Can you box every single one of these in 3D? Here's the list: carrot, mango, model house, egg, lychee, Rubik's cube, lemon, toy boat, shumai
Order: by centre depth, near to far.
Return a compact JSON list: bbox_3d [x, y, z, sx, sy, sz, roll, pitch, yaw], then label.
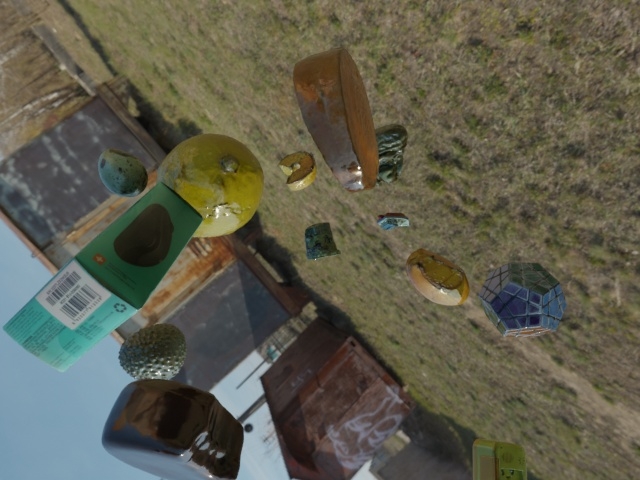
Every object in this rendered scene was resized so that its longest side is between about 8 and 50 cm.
[{"bbox_3d":[0.044,-0.239,0.841,0.258,0.100,0.308,31,-132,-58],"label":"carrot"},{"bbox_3d":[-0.403,-0.139,0.845,0.110,0.085,0.085,55,168,7],"label":"egg"},{"bbox_3d":[0.000,0.000,0.939,0.066,0.078,0.083,-14,85,50],"label":"model house"},{"bbox_3d":[-0.272,-0.132,1.028,0.260,0.284,0.261,36,-143,-32],"label":"lemon"},{"bbox_3d":[0.390,0.127,1.370,0.252,0.154,0.126,40,-164,-16],"label":"mango"},{"bbox_3d":[0.229,-0.324,1.610,0.189,0.255,0.218,-54,-55,-71],"label":"shumai"},{"bbox_3d":[0.800,0.239,1.657,0.264,0.319,0.319,10,141,56],"label":"Rubik's cube"},{"bbox_3d":[0.302,-0.075,1.689,0.069,0.172,0.059,-34,65,45],"label":"toy boat"},{"bbox_3d":[-0.688,0.460,1.713,0.274,0.255,0.255,28,-175,-46],"label":"lychee"}]

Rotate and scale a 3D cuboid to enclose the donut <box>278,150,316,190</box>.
[{"bbox_3d":[-0.078,-0.271,1.604,0.078,0.146,0.181,61,-178,-45],"label":"donut"}]

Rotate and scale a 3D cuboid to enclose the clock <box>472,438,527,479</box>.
[{"bbox_3d":[0.515,0.688,1.193,0.143,0.202,0.096,18,156,-21],"label":"clock"}]

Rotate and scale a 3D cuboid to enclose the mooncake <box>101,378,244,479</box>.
[{"bbox_3d":[-0.329,0.446,0.973,0.325,0.174,0.333,38,133,-22],"label":"mooncake"}]

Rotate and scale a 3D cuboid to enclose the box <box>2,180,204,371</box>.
[{"bbox_3d":[-0.351,0.043,0.720,0.118,0.205,0.311,48,-159,-19],"label":"box"}]
